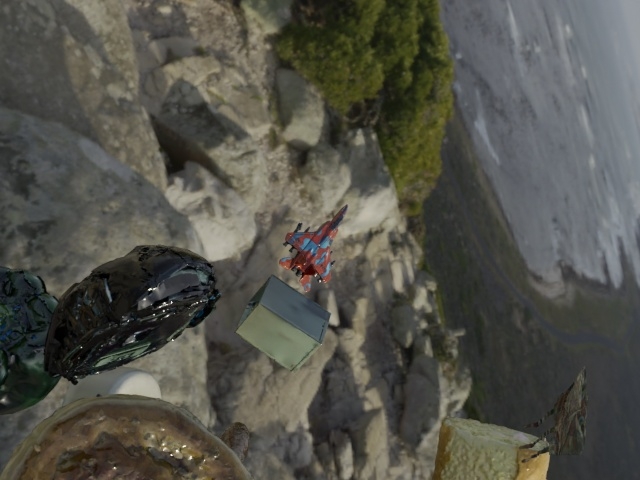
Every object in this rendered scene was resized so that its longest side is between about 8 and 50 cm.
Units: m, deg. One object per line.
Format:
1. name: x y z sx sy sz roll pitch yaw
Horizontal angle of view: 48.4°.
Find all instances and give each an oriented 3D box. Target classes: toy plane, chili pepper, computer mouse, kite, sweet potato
1. toy plane: -0.002 0.001 1.359 0.130 0.061 0.189 47 56 -23
2. chili pepper: -0.594 0.196 1.293 0.249 0.256 0.233 0 45 -36
3. computer mouse: -0.177 0.061 0.645 0.147 0.242 0.077 -11 70 -44
4. kite: 0.353 0.278 1.074 0.229 0.016 0.127 108 1 -62
5. sweet potato: -0.161 0.379 1.292 0.060 0.068 0.206 58 0 -2

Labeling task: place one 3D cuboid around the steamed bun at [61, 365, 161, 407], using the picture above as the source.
1. steamed bun: -0.482 0.377 1.671 0.242 0.146 0.164 30 67 -69

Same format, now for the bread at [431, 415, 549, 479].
1. bread: 0.338 0.573 1.491 0.165 0.237 0.375 10 90 -77

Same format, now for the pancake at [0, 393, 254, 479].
1. pancake: -0.208 0.350 0.799 0.356 0.065 0.356 11 72 -35

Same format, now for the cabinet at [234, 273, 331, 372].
1. cabinet: -0.106 0.233 1.988 0.206 0.150 0.145 35 32 -9
